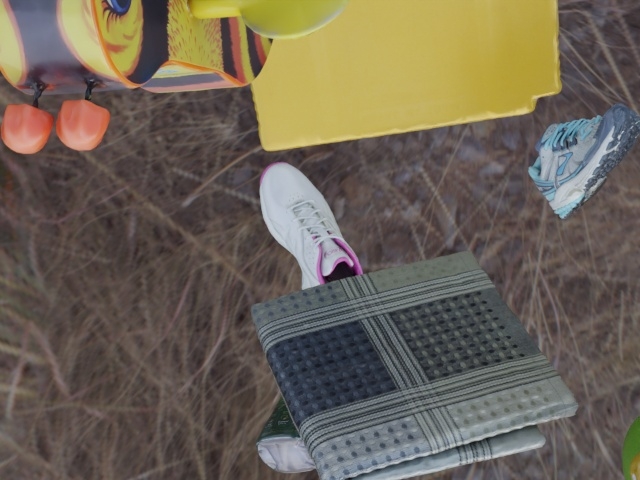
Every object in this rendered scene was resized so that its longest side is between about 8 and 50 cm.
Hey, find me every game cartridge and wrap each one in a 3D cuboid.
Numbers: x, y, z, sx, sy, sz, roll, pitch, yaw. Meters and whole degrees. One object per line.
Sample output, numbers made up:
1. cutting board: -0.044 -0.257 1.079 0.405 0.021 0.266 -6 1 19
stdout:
1. game cartridge: 0.059 -0.248 1.006 0.285 0.053 0.324 -8 121 4

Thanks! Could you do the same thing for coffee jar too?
1. coffee jar: -0.020 0.252 1.707 0.096 0.184 0.079 -11 122 30

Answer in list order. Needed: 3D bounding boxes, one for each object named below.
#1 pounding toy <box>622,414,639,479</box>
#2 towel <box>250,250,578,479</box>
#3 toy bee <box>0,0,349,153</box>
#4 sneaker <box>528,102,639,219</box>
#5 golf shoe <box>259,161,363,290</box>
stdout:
1. pounding toy: 0.402 0.269 1.262 0.183 0.110 0.237 56 142 15
2. towel: 0.107 0.152 1.403 0.324 0.312 0.056 -13 131 -14
3. toy bee: -0.105 -0.109 0.521 0.195 0.298 0.162 -5 78 39
4. sneaker: 0.393 -0.136 1.792 0.110 0.283 0.122 -39 77 -24
5. golf shoe: 0.000 0.000 1.904 0.115 0.140 0.306 -26 86 -20
